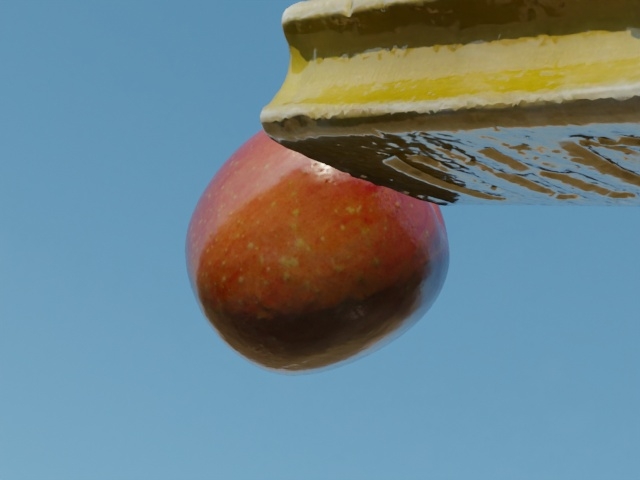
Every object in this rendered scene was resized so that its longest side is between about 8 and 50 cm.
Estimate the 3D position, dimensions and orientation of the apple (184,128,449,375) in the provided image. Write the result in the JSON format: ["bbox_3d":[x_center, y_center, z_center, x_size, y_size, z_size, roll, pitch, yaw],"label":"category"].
[{"bbox_3d":[0.000,0.000,0.968,0.168,0.181,0.181,-34,-57,15],"label":"apple"}]

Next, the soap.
[{"bbox_3d":[0.117,-0.072,0.695,0.173,0.089,0.274,17,-10,-38],"label":"soap"}]
